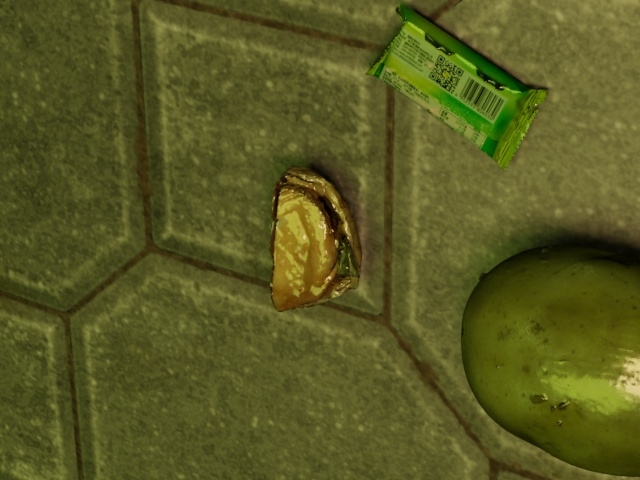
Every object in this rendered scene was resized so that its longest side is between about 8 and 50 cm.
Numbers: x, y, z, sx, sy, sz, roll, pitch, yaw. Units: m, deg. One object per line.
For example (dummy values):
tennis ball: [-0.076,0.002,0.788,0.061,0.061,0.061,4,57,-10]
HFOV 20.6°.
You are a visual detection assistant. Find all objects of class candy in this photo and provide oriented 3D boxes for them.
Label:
candy: [0.135,-0.157,1.775,0.178,0.032,0.102,35,134,12]

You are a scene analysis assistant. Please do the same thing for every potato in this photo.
potato: [0.283,0.117,1.713,0.304,0.216,0.215,10,121,20]

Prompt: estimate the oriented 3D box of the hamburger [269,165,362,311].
hamburger: [0.006,0.005,1.928,0.102,0.087,0.176,10,114,18]
